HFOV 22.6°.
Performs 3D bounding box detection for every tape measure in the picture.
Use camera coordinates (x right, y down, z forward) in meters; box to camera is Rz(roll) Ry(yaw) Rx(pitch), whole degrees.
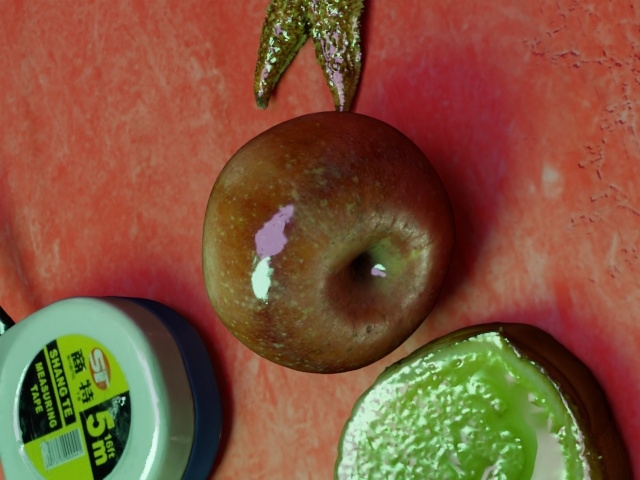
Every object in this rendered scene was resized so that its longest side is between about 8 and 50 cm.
[{"bbox_3d":[-0.208,0.088,1.375,0.215,0.098,0.351,-26,74,30],"label":"tape measure"}]

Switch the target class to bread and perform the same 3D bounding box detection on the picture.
[{"bbox_3d":[0.115,0.175,1.175,0.236,0.070,0.236,-4,83,34],"label":"bread"}]

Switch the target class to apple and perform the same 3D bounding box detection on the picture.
[{"bbox_3d":[0.000,0.000,1.192,0.162,0.201,0.201,30,102,50],"label":"apple"}]

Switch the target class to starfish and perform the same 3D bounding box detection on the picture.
[{"bbox_3d":[-0.004,-0.215,1.313,0.240,0.043,0.227,14,91,36],"label":"starfish"}]
